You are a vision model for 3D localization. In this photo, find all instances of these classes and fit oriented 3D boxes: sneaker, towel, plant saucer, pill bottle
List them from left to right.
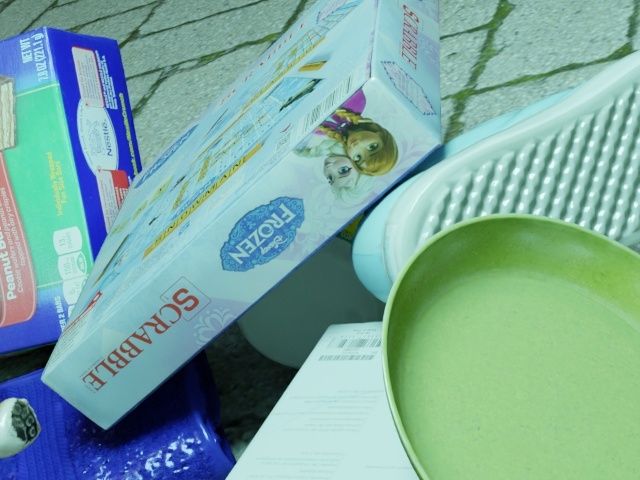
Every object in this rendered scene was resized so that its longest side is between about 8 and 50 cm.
[{"bbox_3d":[-0.221,0.164,0.984,0.308,0.076,0.227,-26,25,-2],"label":"towel"},{"bbox_3d":[0.000,0.000,1.052,0.118,0.117,0.208,-17,26,15],"label":"pill bottle"},{"bbox_3d":[0.135,0.093,0.699,0.241,0.241,0.037,-53,-3,-44],"label":"plant saucer"},{"bbox_3d":[0.178,-0.053,0.868,0.366,0.135,0.150,-18,9,-20],"label":"sneaker"}]

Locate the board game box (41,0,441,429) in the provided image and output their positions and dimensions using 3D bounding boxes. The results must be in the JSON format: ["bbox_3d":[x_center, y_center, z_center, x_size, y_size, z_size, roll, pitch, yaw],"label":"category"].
[{"bbox_3d":[-0.046,-0.055,0.968,0.319,0.066,0.318,-40,18,23],"label":"board game box"}]

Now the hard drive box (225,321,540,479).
[{"bbox_3d":[0.045,0.149,0.766,0.181,0.089,0.232,-5,32,35],"label":"hard drive box"}]

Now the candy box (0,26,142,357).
[{"bbox_3d":[-0.320,-0.022,1.194,0.317,0.268,0.122,-14,-6,24],"label":"candy box"}]

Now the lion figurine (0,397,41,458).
[{"bbox_3d":[-0.301,0.207,0.819,0.240,0.142,0.392,-20,49,25],"label":"lion figurine"}]
